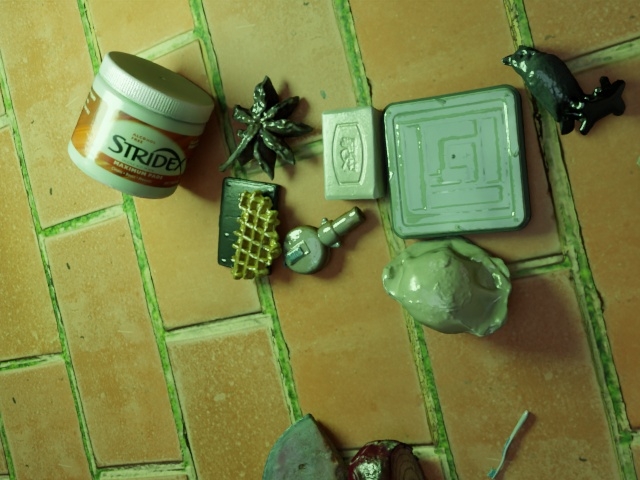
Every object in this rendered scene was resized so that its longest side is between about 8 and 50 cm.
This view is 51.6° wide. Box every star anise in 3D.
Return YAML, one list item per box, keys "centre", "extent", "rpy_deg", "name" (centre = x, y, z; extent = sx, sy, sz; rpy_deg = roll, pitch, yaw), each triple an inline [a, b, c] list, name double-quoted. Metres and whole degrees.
- centre: [-0.130, -0.228, 1.420]
  extent: [0.209, 0.089, 0.231]
  rpy_deg: [33, 97, 28]
  name: "star anise"

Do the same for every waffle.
- centre: [-0.151, -0.012, 1.449]
  extent: [0.160, 0.046, 0.192]
  rpy_deg: [-20, 83, 37]
  name: "waffle"

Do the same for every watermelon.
- centre: [-0.004, 0.534, 1.438]
  extent: [0.226, 0.148, 0.319]
  rpy_deg: [1, 82, 9]
  name: "watermelon"

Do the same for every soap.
- centre: [0.070, -0.174, 1.341]
  extent: [0.121, 0.063, 0.183]
  rpy_deg: [0, 95, 29]
  name: "soap"

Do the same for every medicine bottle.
- centre: [-0.394, -0.250, 1.456]
  extent: [0.252, 0.252, 0.241]
  rpy_deg: [35, 109, 19]
  name: "medicine bottle"

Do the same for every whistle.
- centre: [0.000, 0.000, 1.398]
  extent: [0.220, 0.057, 0.107]
  rpy_deg: [-33, 80, 23]
  name: "whistle"

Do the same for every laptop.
- centre: [-0.168, -0.033, 1.493]
  extent: [0.153, 0.026, 0.207]
  rpy_deg: [11, 100, 24]
  name: "laptop"

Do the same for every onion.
- centre: [0.117, 0.503, 1.302]
  extent: [0.139, 0.218, 0.195]
  rpy_deg: [-14, 88, 28]
  name: "onion"

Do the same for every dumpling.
- centre: [0.240, 0.075, 1.250]
  extent: [0.258, 0.147, 0.193]
  rpy_deg: [16, 71, 30]
  name: "dumpling"

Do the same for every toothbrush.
- centre: [0.367, 0.397, 1.283]
  extent: [0.017, 0.014, 0.162]
  rpy_deg: [25, 106, 2]
  name: "toothbrush"

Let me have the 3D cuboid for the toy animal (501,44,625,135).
- centre: [0.416, -0.265, 1.166]
  extent: [0.210, 0.121, 0.117]
  rpy_deg: [46, 158, 32]
  name: "toy animal"

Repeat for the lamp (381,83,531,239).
- centre: [0.255, -0.144, 1.261]
  extent: [0.266, 0.047, 0.269]
  rpy_deg: [-5, 93, 25]
  name: "lamp"

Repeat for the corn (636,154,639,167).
- centre: [0.657, -0.049, 1.029]
  extent: [0.347, 0.130, 0.130]
  rpy_deg: [33, 109, 17]
  name: "corn"
